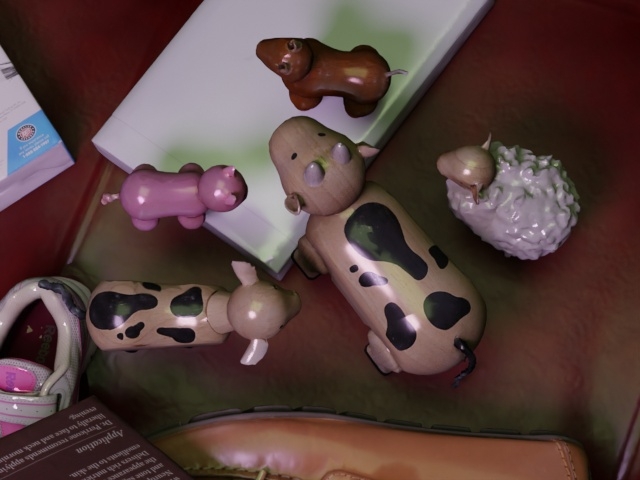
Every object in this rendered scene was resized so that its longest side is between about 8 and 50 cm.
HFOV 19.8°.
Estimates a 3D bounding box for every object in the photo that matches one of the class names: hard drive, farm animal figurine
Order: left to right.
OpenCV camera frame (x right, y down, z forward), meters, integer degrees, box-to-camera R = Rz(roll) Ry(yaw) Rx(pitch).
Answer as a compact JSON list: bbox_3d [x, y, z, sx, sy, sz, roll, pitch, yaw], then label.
[{"bbox_3d":[-0.022,-0.145,1.575,0.203,0.040,0.307,35,80,14],"label":"hard drive"},{"bbox_3d":[0.000,0.000,1.428,0.327,0.172,0.330,34,81,-1],"label":"farm animal figurine"}]

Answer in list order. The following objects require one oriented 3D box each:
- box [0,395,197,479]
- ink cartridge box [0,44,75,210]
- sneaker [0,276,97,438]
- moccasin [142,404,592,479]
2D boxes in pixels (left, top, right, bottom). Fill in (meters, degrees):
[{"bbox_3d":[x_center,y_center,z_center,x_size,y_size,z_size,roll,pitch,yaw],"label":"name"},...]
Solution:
[{"bbox_3d":[-0.170,0.252,1.314,0.203,0.167,0.168,36,37,28],"label":"box"},{"bbox_3d":[-0.304,-0.118,1.585,0.104,0.060,0.180,-33,73,-4],"label":"ink cartridge box"},{"bbox_3d":[-0.243,0.139,1.475,0.103,0.111,0.252,1,74,6],"label":"sneaker"},{"bbox_3d":[0.019,0.216,1.422,0.380,0.139,0.147,6,65,-2],"label":"moccasin"}]
